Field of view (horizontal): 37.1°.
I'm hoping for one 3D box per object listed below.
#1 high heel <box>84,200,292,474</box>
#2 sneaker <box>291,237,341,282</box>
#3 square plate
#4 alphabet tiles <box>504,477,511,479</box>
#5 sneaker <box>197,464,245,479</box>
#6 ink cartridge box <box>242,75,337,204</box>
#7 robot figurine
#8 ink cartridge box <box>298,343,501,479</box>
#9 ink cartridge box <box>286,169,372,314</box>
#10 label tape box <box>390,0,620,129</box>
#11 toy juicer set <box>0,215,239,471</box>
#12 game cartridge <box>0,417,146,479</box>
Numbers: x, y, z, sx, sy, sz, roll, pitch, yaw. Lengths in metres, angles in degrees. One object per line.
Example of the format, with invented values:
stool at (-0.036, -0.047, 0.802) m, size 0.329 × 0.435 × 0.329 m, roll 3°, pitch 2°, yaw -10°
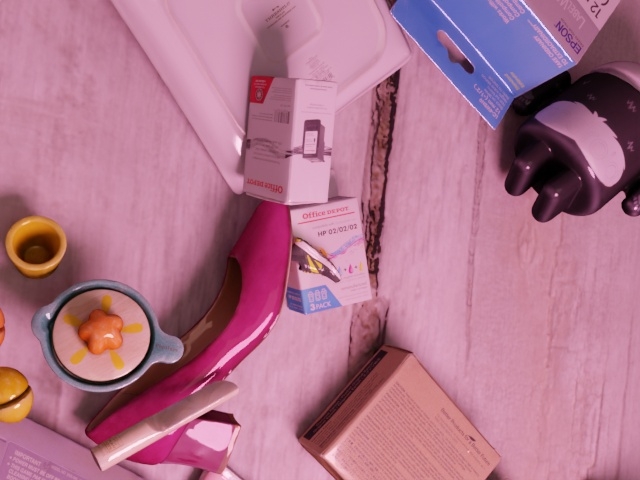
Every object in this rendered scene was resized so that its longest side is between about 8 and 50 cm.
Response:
high heel at (-0.158, 0.103, 1.206) m, size 0.181 × 0.127 × 0.377 m, roll 18°, pitch 82°, yaw -18°
sneaker at (-0.009, 0.031, 1.249) m, size 0.083 × 0.031 × 0.035 m, roll 41°, pitch 94°, yaw -15°
square plate at (-0.057, -0.291, 1.229) m, size 0.347 × 0.049 × 0.344 m, roll -41°, pitch 117°, yaw -19°
alphabet tiles at (0.201, 0.522, 1.405) m, size 0.342 × 0.011 × 0.285 m, roll -46°, pitch 129°, yaw -15°
sneaker at (-0.116, 0.356, 1.279) m, size 0.134 × 0.051 × 0.070 m, roll 44°, pitch 78°, yaw -17°
ink cartridge box at (-0.039, -0.125, 1.178) m, size 0.063 × 0.109 × 0.150 m, roll -2°, pitch 101°, yaw -35°
robot figurine at (0.401, -0.146, 1.412) m, size 0.278 × 0.173 × 0.209 m, roll -38°, pitch 111°, yaw -17°
ink cartridge box at (0.116, 0.297, 1.357) m, size 0.193 × 0.088 × 0.234 m, roll -46°, pitch 110°, yaw -16°
ink cartridge box at (0.000, 0.000, 1.297) m, size 0.104 × 0.061 × 0.181 m, roll -13°, pitch 99°, yaw -23°
label tape box at (0.291, -0.370, 1.361) m, size 0.249 × 0.115 × 0.347 m, roll 43°, pitch 69°, yaw -22°
toy juicer set at (-0.276, 0.138, 1.089) m, size 0.329 × 0.089 × 0.209 m, roll 39°, pitch 63°, yaw 2°
game cartridge at (-0.311, 0.347, 1.105) m, size 0.355 × 0.068 × 0.230 m, roll 38°, pitch 37°, yaw -30°
